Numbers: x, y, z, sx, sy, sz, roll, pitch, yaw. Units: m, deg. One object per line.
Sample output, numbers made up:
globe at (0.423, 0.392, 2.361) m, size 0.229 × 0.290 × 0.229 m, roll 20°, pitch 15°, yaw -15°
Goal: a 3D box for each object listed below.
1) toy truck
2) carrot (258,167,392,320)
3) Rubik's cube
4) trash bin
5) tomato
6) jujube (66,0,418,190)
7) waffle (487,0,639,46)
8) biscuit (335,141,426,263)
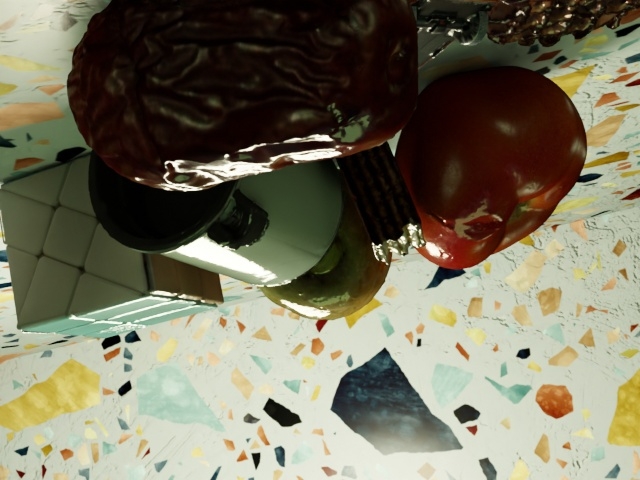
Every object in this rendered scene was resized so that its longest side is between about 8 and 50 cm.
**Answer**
toy truck at (0.062, -0.219, 1.088) m, size 0.107 × 0.114 × 0.252 m, roll -5°, pitch 165°, yaw -33°
carrot at (0.000, 0.000, 1.638) m, size 0.224 × 0.224 × 0.341 m, roll -12°, pitch -175°, yaw 1°
Rubik's cube at (-0.300, 0.009, 1.536) m, size 0.231 × 0.221 × 0.224 m, roll -16°, pitch 168°, yaw 18°
trash bin at (-0.123, -0.068, 1.307) m, size 0.217 × 0.277 × 0.262 m, roll -50°, pitch 151°, yaw 9°
tomato at (0.218, -0.111, 1.451) m, size 0.298 × 0.226 × 0.298 m, roll -33°, pitch 153°, yaw -19°
jujube at (-0.066, -0.151, 0.952) m, size 0.342 × 0.216 × 0.216 m, roll -2°, pitch 176°, yaw 37°
waffle at (0.282, -0.280, 1.166) m, size 0.221 × 0.055 × 0.234 m, roll 3°, pitch 156°, yaw -46°
biscuit at (0.061, -0.092, 1.344) m, size 0.070 × 0.252 × 0.106 m, roll -22°, pitch 164°, yaw 3°
